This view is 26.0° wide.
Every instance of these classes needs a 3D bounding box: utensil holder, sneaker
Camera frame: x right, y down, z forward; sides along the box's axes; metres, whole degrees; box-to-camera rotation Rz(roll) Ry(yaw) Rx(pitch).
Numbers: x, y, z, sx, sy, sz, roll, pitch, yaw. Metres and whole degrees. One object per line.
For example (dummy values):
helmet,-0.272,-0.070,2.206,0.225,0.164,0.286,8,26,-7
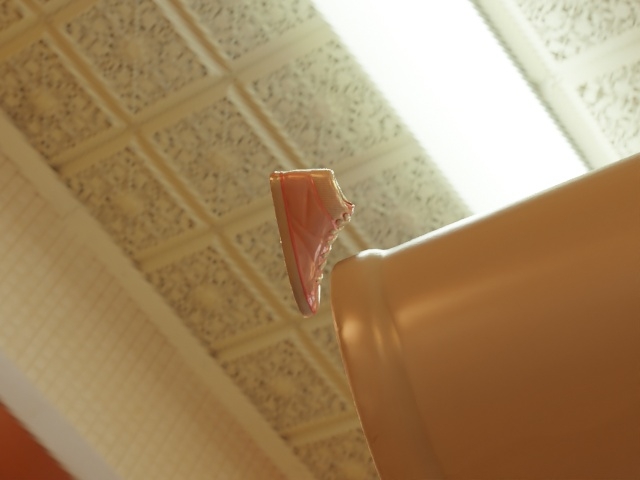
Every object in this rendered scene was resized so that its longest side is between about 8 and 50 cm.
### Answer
utensil holder,0.246,0.097,1.029,0.385,0.328,0.328,-22,-62,9
sneaker,0.000,0.000,1.232,0.070,0.051,0.134,-10,-82,0
